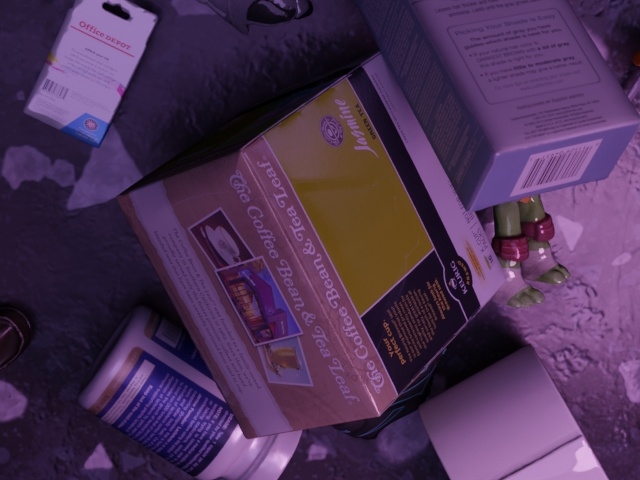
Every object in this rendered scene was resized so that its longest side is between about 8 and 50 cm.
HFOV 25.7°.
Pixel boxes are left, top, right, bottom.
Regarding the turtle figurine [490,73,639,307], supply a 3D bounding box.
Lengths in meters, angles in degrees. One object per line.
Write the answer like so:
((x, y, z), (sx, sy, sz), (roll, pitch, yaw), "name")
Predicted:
((0.287, -0.061, 1.725), (0.274, 0.198, 0.266), (-5, 109, 2), "turtle figurine")

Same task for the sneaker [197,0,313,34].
((-0.038, -0.342, 1.704), (0.132, 0.086, 0.228), (42, 109, -16), "sneaker")

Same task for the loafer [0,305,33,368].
((-0.468, 0.164, 1.808), (0.220, 0.078, 0.080), (-33, 103, 6), "loafer")

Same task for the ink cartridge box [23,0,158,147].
((-0.279, -0.220, 1.727), (0.104, 0.061, 0.181), (26, 102, -9), "ink cartridge box")

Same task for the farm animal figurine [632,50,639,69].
((0.550, -0.287, 1.684), (0.326, 0.172, 0.330), (32, 104, 32), "farm animal figurine")

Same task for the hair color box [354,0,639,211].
((0.180, -0.227, 1.582), (0.185, 0.114, 0.375), (-13, 61, -21), "hair color box")

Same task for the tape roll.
((0.256, 0.276, 1.783), (0.169, 0.246, 0.246), (-29, 104, 4), "tape roll")

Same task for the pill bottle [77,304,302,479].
((-0.163, 0.212, 1.795), (0.264, 0.153, 0.153), (34, 100, -10), "pill bottle")

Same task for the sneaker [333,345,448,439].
((0.109, 0.154, 1.836), (0.267, 0.101, 0.106), (-44, 121, 10), "sneaker")

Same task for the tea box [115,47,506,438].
((0.000, 0.000, 1.629), (0.220, 0.323, 0.329), (-17, 105, 41), "tea box")
